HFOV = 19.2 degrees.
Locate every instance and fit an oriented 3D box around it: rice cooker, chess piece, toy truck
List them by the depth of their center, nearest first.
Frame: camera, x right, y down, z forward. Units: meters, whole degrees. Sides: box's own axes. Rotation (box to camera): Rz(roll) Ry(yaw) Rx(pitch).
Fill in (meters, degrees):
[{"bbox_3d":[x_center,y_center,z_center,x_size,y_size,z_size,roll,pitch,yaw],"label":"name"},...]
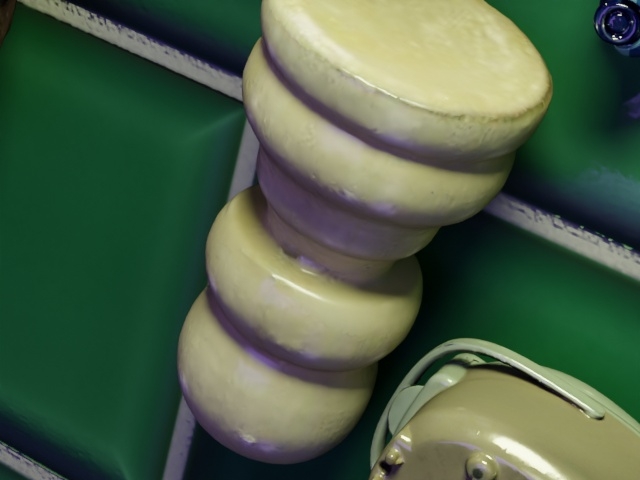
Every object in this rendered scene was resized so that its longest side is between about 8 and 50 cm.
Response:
[{"bbox_3d":[0.181,-0.109,1.001,0.074,0.063,0.136,10,113,9],"label":"toy truck"},{"bbox_3d":[0.119,0.153,1.070,0.206,0.127,0.145,35,118,10],"label":"rice cooker"},{"bbox_3d":[0.000,0.000,1.091,0.167,0.167,0.300,36,124,19],"label":"chess piece"}]

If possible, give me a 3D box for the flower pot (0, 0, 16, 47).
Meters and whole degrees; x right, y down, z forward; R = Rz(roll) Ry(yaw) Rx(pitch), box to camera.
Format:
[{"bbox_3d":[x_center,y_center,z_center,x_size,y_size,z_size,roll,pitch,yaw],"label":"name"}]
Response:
[{"bbox_3d":[-0.343,-0.112,1.218,0.266,0.266,0.267,37,130,19],"label":"flower pot"}]
